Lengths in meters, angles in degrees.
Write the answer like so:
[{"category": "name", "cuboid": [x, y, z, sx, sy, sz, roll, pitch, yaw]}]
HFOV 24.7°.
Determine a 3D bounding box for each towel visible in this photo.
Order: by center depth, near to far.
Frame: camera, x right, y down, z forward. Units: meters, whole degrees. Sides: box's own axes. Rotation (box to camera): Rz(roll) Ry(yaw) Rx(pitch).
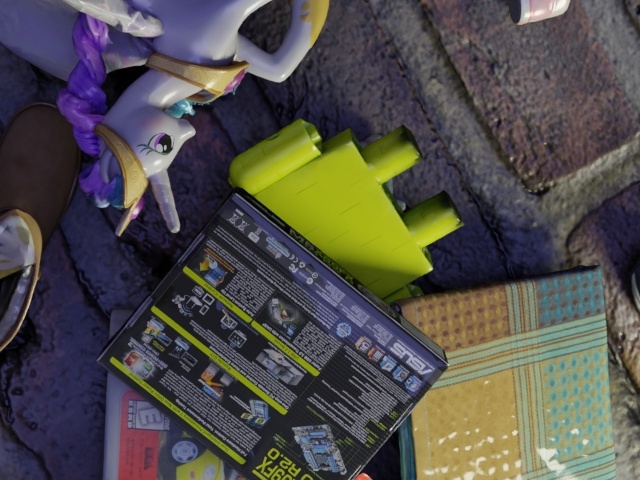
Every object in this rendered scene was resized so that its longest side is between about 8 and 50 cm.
[{"category": "towel", "cuboid": [0.199, 0.225, 1.542, 0.271, 0.040, 0.370, -9, 97, -29]}]

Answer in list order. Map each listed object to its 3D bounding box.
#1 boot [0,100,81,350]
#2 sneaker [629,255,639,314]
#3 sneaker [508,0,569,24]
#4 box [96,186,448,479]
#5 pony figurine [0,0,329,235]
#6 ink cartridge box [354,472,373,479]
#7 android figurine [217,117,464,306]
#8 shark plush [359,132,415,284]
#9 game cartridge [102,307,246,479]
[{"category": "boot", "cuboid": [-0.281, -0.019, 1.373, 0.089, 0.269, 0.236, 14, 91, -10]}, {"category": "sneaker", "cuboid": [0.459, 0.103, 1.580, 0.283, 0.122, 0.110, 41, 86, -9]}, {"category": "sneaker", "cuboid": [0.234, -0.300, 1.557, 0.070, 0.051, 0.134, -8, 98, -11]}, {"category": "box", "cuboid": [-0.045, 0.113, 1.423, 0.270, 0.060, 0.216, 38, 98, -5]}, {"category": "pony figurine", "cuboid": [-0.171, -0.227, 1.355, 0.351, 0.303, 0.363, 40, 79, 2]}, {"category": "ink cartridge box", "cuboid": [0.014, 0.473, 1.486, 0.385, 0.091, 0.308, -46, 121, -8]}, {"category": "android figurine", "cuboid": [0.000, 0.000, 1.493, 0.273, 0.056, 0.248, -28, 110, 9]}, {"category": "shark plush", "cuboid": [0.074, -0.030, 1.545, 0.067, 0.073, 0.161, -30, 92, -38]}, {"category": "game cartridge", "cuboid": [-0.123, 0.219, 1.497, 0.196, 0.060, 0.294, 3, 99, -3]}]
